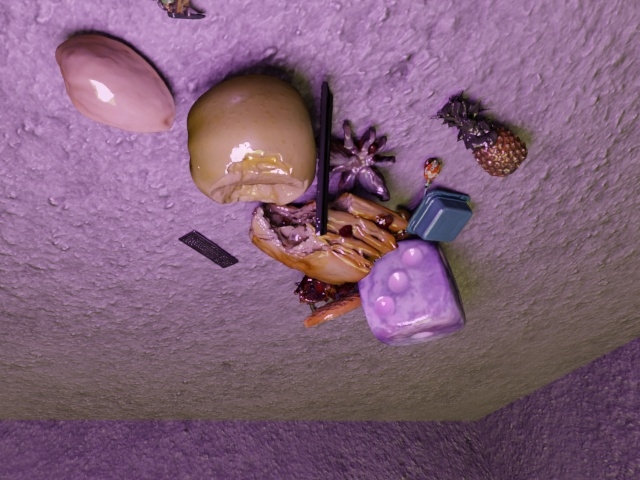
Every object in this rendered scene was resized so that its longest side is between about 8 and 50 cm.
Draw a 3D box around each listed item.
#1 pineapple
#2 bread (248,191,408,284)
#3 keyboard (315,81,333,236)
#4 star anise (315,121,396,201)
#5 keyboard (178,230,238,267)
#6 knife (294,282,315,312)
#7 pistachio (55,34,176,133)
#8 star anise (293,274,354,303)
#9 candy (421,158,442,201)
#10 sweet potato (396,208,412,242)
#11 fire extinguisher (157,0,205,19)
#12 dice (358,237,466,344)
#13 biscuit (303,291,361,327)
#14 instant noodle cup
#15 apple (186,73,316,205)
[{"bbox_3d":[0.380,-0.252,0.956,0.251,0.125,0.125,30,129,-23],"label":"pineapple"},{"bbox_3d":[0.000,0.000,1.054,0.369,0.192,0.314,14,163,-14],"label":"bread"},{"bbox_3d":[0.008,-0.163,0.855,0.018,0.310,0.101,3,-177,8],"label":"keyboard"},{"bbox_3d":[0.086,-0.175,0.994,0.198,0.111,0.258,-18,133,13],"label":"star anise"},{"bbox_3d":[-0.344,0.035,1.258,0.074,0.015,0.196,-25,137,22],"label":"keyboard"},{"bbox_3d":[-0.040,0.218,1.521,0.045,0.021,0.222,-16,136,10],"label":"knife"},{"bbox_3d":[-0.386,-0.288,0.776,0.223,0.126,0.152,35,89,-40],"label":"pistachio"},{"bbox_3d":[0.022,0.140,1.354,0.189,0.126,0.220,-14,163,8],"label":"star anise"},{"bbox_3d":[0.292,-0.150,1.107,0.055,0.049,0.185,-45,155,-23],"label":"candy"},{"bbox_3d":[0.249,-0.031,1.238,0.054,0.053,0.182,-36,153,-27],"label":"sweet potato"},{"bbox_3d":[-0.264,-0.471,0.596,0.095,0.114,0.311,23,148,27],"label":"fire extinguisher"},{"bbox_3d":[0.288,0.168,1.280,0.269,0.272,0.270,-20,151,20],"label":"dice"},{"bbox_3d":[0.081,0.218,1.399,0.204,0.040,0.309,-24,175,24],"label":"biscuit"},{"bbox_3d":[0.348,-0.060,1.161,0.179,0.070,0.157,5,129,-32],"label":"instant noodle cup"},{"bbox_3d":[-0.136,-0.196,0.819,0.278,0.279,0.279,-4,141,-3],"label":"apple"}]
